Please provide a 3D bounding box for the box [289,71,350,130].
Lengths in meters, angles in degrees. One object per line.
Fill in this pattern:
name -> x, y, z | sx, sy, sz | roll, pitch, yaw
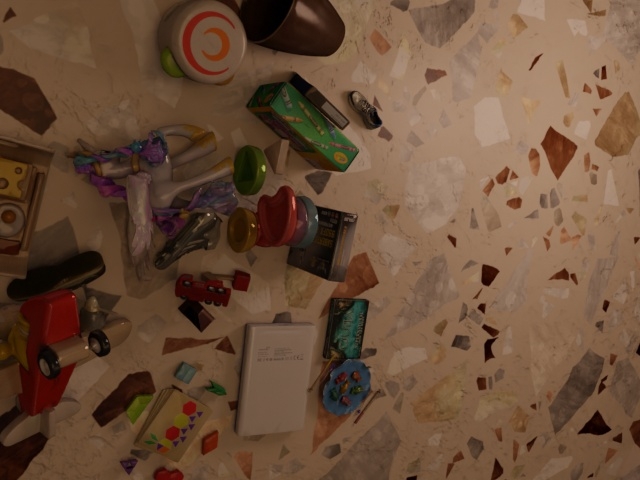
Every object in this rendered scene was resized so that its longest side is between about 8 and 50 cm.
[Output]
box -> -0.008, -0.371, 1.655 | 0.136, 0.225, 0.036 | 39, 100, -27

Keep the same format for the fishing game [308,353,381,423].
fishing game -> 0.090, 0.456, 1.931 | 0.189, 0.041, 0.264 | -51, 125, -11

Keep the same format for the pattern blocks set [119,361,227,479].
pattern blocks set -> -0.399, 0.503, 1.699 | 0.325, 0.026, 0.285 | -49, 117, -13

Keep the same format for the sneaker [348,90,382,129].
sneaker -> 0.136, -0.380, 1.815 | 0.052, 0.058, 0.135 | -49, 116, -12

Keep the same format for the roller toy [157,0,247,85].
roller toy -> -0.286, -0.481, 1.520 | 0.209, 0.146, 0.191 | 3, 106, -34

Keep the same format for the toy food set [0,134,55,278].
toy food set -> -0.731, -0.083, 1.381 | 0.219, 0.092, 0.306 | 13, 93, -29

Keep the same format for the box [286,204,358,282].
box -> 0.000, 0.000, 1.710 | 0.056, 0.231, 0.183 | 9, 95, -32

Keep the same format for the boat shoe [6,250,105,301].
boat shoe -> -0.616, 0.098, 1.484 | 0.223, 0.080, 0.073 | -23, 146, -14

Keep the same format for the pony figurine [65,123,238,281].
pony figurine -> -0.385, -0.114, 1.491 | 0.363, 0.303, 0.351 | -13, 73, -22

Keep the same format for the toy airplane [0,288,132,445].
toy airplane -> -0.643, 0.266, 1.410 | 0.384, 0.386, 0.272 | -42, 72, -7

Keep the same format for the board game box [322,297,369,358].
board game box -> 0.078, 0.269, 1.915 | 0.126, 0.026, 0.186 | 5, 97, -29

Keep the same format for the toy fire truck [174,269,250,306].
toy fire truck -> -0.281, 0.116, 1.651 | 0.191, 0.135, 0.047 | 13, 114, -13

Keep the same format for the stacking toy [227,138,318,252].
stacking toy -> -0.110, -0.107, 1.614 | 0.130, 0.308, 0.280 | 2, 87, -36

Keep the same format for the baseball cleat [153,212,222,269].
baseball cleat -> -0.332, 0.013, 1.626 | 0.206, 0.072, 0.109 | -49, 124, -8

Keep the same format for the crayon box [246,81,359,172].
crayon box -> -0.048, -0.297, 1.669 | 0.278, 0.165, 0.081 | 39, 80, -28

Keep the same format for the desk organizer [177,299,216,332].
desk organizer -> -0.322, 0.189, 1.627 | 0.050, 0.130, 0.047 | -46, 117, -11

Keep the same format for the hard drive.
hard drive -> -0.130, 0.398, 1.817 | 0.210, 0.040, 0.319 | 4, 97, -29

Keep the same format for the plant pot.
plant pot -> -0.052, -0.567, 1.616 | 0.230, 0.215, 0.216 | 14, 92, -44
